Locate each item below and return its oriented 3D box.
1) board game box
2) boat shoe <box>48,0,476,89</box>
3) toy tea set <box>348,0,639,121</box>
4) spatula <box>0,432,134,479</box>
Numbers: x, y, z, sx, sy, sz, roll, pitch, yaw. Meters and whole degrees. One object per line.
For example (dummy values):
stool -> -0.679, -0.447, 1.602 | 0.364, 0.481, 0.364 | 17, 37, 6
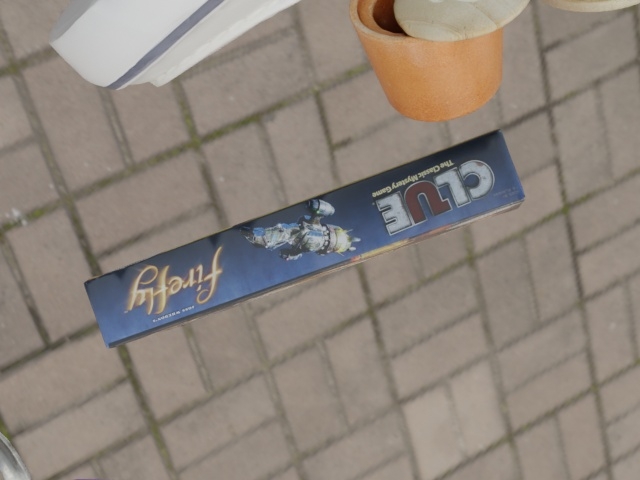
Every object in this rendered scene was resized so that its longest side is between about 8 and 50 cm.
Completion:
board game box -> 0.000, 0.000, 0.739 | 0.243, 0.165, 0.042 | -20, 88, 8
boat shoe -> 0.041, -0.117, 0.372 | 0.267, 0.096, 0.088 | -37, 112, 6
toy tea set -> 0.089, -0.212, 0.660 | 0.200, 0.336, 0.124 | -11, 132, 8
spatula -> -0.203, 0.120, 0.730 | 0.084, 0.030, 0.296 | -11, 149, 16
